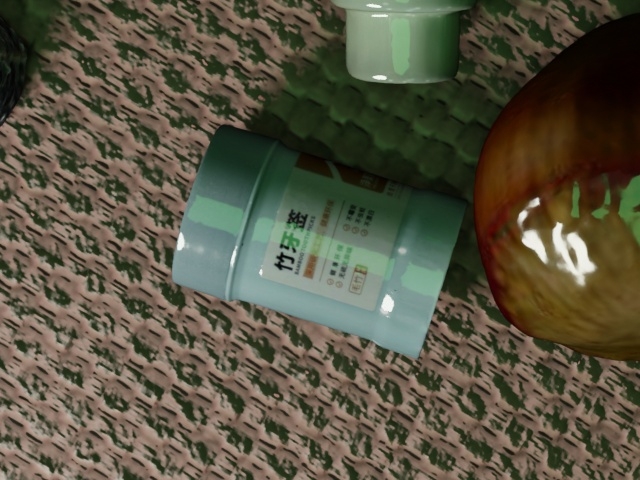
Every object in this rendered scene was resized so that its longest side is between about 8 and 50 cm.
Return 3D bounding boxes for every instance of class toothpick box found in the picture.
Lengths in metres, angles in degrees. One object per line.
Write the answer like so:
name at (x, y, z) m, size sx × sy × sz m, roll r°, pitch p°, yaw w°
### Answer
toothpick box at (0.000, 0.000, 1.163) m, size 0.153 × 0.101 × 0.101 m, roll 17°, pitch 101°, yaw 3°

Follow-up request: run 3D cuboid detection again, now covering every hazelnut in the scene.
hazelnut at (0.182, -0.036, 1.101) m, size 0.208 × 0.208 × 0.208 m, roll 1°, pitch 99°, yaw 7°

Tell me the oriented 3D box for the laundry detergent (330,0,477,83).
laundry detergent at (0.068, -0.288, 1.090) m, size 0.264 × 0.125 × 0.398 m, roll -1°, pitch 101°, yaw -10°

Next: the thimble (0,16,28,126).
thimble at (-0.236, -0.105, 1.195) m, size 0.104 × 0.066 × 0.095 m, roll 16°, pitch 100°, yaw 7°
